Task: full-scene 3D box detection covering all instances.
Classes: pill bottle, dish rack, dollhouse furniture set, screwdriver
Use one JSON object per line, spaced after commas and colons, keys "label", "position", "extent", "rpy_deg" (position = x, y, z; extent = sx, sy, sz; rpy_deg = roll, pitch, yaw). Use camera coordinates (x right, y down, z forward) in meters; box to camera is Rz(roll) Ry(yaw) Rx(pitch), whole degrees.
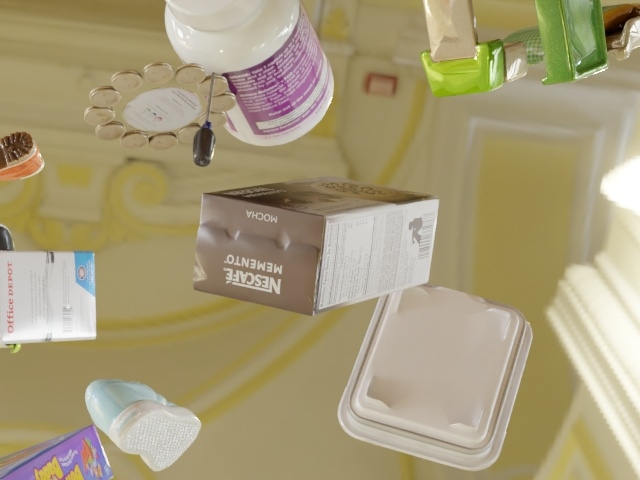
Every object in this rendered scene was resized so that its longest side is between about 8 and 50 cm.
{"label": "pill bottle", "position": [-0.094, -0.254, 1.806], "extent": [0.169, 0.169, 0.301], "rpy_deg": [16, 161, 20]}
{"label": "dish rack", "position": [0.203, 0.214, 2.510], "extent": [0.286, 0.072, 0.332], "rpy_deg": [14, -125, 11]}
{"label": "dollhouse furniture set", "position": [0.270, -0.278, 1.710], "extent": [0.198, 0.151, 0.301], "rpy_deg": [-2, -165, 39]}
{"label": "screwdriver", "position": [-0.122, -0.136, 1.607], "extent": [0.025, 0.024, 0.170], "rpy_deg": [37, -148, -21]}

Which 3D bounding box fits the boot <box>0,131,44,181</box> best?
{"label": "boot", "position": [-0.495, -0.107, 2.197], "extent": [0.158, 0.059, 0.084], "rpy_deg": [-18, 159, 1]}

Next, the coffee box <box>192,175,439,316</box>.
{"label": "coffee box", "position": [0.000, 0.000, 1.751], "extent": [0.168, 0.118, 0.297], "rpy_deg": [12, -168, 29]}

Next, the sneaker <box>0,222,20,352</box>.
{"label": "sneaker", "position": [-0.558, 0.084, 2.616], "extent": [0.097, 0.234, 0.084], "rpy_deg": [-3, 180, 33]}

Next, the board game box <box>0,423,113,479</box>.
{"label": "board game box", "position": [-0.421, 0.329, 1.772], "extent": [0.233, 0.078, 0.347], "rpy_deg": [-21, 180, 11]}

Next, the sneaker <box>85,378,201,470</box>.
{"label": "sneaker", "position": [-0.331, 0.322, 2.700], "extent": [0.150, 0.135, 0.366], "rpy_deg": [44, 173, 20]}

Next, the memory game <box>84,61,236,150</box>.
{"label": "memory game", "position": [-0.194, -0.162, 1.763], "extent": [0.186, 0.186, 0.012], "rpy_deg": [1, -120, -21]}

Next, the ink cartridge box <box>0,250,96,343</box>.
{"label": "ink cartridge box", "position": [-0.439, 0.086, 2.224], "extent": [0.082, 0.139, 0.191], "rpy_deg": [-4, 177, 41]}
